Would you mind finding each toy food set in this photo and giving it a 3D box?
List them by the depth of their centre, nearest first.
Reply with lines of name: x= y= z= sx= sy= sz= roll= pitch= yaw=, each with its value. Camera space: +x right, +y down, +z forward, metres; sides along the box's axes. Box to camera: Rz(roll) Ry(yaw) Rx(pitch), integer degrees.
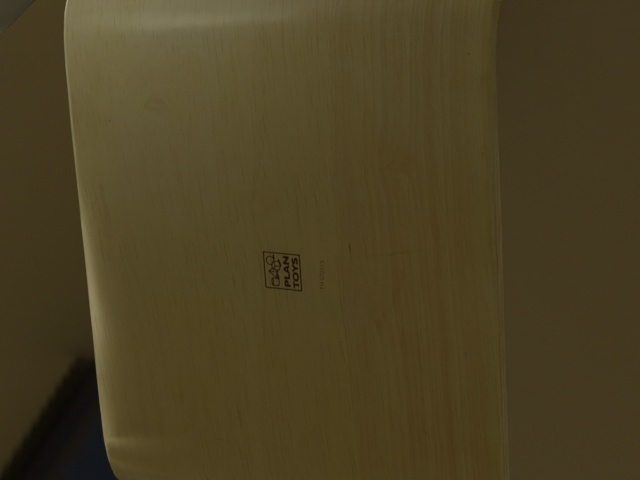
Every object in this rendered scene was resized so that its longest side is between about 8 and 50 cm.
toy food set: x=0.000 y=0.000 z=0.920 sx=0.092 sy=0.220 sz=0.306 roll=-35 pitch=-54 yaw=-58

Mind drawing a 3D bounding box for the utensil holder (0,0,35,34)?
utensil holder: x=-0.274 y=-0.180 z=0.617 sx=0.328 sy=0.385 sz=0.327 roll=2 pitch=-83 yaw=15
